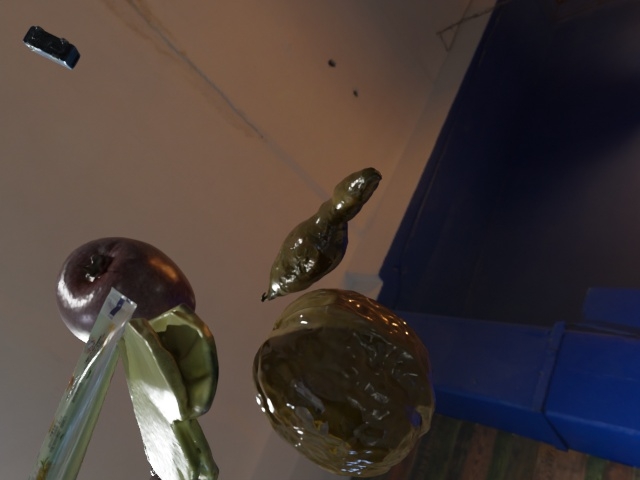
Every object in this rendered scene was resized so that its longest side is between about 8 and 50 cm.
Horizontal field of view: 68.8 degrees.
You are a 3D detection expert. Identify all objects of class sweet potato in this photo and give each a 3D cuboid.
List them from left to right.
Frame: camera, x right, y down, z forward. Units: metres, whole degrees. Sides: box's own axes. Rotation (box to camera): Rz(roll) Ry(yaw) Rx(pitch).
[{"bbox_3d":[0.002,-0.002,0.577,0.075,0.269,0.075,19,-134,-21],"label":"sweet potato"}]

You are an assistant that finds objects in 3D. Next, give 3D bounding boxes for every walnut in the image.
[{"bbox_3d":[0.032,0.158,0.535,0.213,0.213,0.213,2,-94,-42],"label":"walnut"}]

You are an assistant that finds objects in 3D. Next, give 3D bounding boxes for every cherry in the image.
[{"bbox_3d":[-0.384,0.114,0.949,0.307,0.261,0.221,44,-114,-57],"label":"cherry"}]

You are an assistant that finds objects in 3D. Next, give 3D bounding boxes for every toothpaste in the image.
[{"bbox_3d":[-0.296,0.214,0.563,0.058,0.056,0.314,20,-95,1],"label":"toothpaste"}]

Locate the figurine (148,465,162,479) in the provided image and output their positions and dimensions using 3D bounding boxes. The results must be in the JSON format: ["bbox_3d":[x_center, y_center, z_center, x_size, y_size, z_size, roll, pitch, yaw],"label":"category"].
[{"bbox_3d":[-0.266,0.422,0.745,0.108,0.114,0.196,55,-126,-28],"label":"figurine"}]

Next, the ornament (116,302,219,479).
[{"bbox_3d":[-0.169,0.152,0.487,0.059,0.180,0.201,-19,-55,-41],"label":"ornament"}]

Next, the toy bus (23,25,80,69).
[{"bbox_3d":[-0.478,-0.343,0.834,0.083,0.046,0.038,25,-98,-2],"label":"toy bus"}]
